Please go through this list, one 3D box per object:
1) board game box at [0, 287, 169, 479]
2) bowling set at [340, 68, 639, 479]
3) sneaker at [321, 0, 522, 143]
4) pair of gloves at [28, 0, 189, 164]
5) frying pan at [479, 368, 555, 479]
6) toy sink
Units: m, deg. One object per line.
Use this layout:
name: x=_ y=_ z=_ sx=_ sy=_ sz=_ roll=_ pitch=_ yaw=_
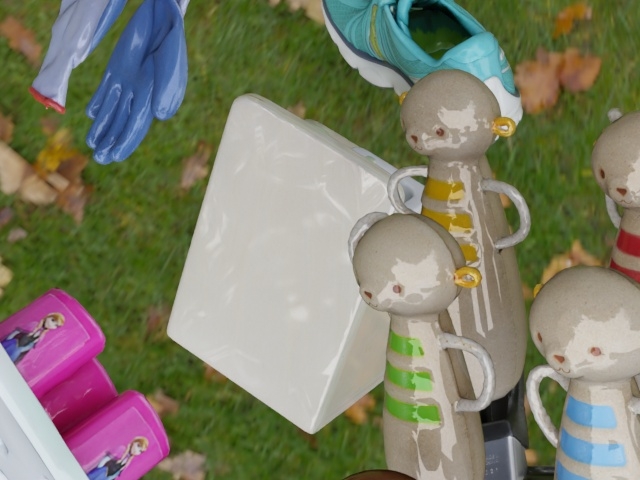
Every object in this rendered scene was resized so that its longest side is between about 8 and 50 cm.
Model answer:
board game box: x=-0.248 y=-0.055 z=0.659 sx=0.390 sy=0.050 sz=0.390 roll=-13 pitch=110 yaw=59
bowling set: x=0.084 y=0.043 z=0.599 sx=0.287 sy=0.200 sz=0.154 roll=14 pitch=120 yaw=43
sneaker: x=0.084 y=-0.184 z=1.367 sx=0.107 sy=0.275 sz=0.110 roll=-29 pitch=131 yaw=-12
pair of gloves: x=-0.129 y=-0.138 z=1.066 sx=0.023 sy=0.198 sz=0.159 roll=19 pitch=101 yaw=-37
frying pan: x=0.119 y=0.147 z=0.822 sx=0.197 sy=0.053 sz=0.326 roll=8 pitch=76 yaw=30
toy sink: x=0.000 y=0.000 z=1.252 sx=0.153 sy=0.131 sz=0.234 roll=32 pitch=125 yaw=21
